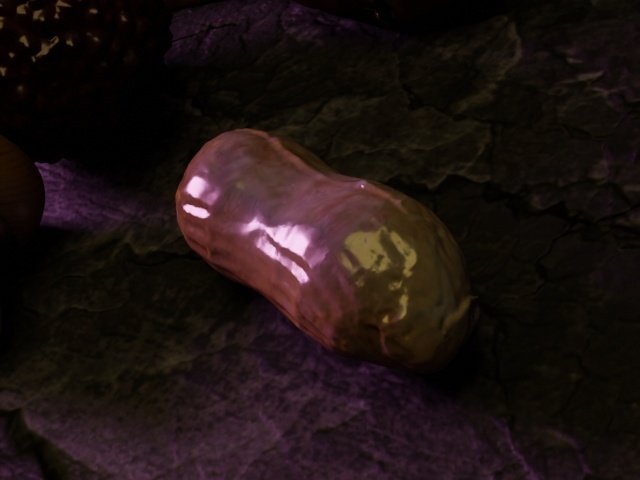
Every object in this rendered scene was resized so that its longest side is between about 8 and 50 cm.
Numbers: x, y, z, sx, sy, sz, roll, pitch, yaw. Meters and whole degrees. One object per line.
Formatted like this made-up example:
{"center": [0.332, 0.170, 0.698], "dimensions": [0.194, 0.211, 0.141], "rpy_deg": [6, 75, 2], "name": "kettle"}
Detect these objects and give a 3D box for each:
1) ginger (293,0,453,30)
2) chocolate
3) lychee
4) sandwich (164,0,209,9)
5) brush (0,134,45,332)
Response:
{"center": [0.029, -0.273, 1.314], "dimensions": [0.309, 0.107, 0.133], "rpy_deg": [19, 74, 42], "name": "ginger"}
{"center": [0.000, 0.000, 1.052], "dimensions": [0.134, 0.134, 0.309], "rpy_deg": [-41, 45, -14], "name": "chocolate"}
{"center": [-0.284, -0.198, 1.280], "dimensions": [0.300, 0.264, 0.264], "rpy_deg": [26, 64, 30], "name": "lychee"}
{"center": [-0.146, -0.309, 1.424], "dimensions": [0.163, 0.113, 0.079], "rpy_deg": [-8, 47, 21], "name": "sandwich"}
{"center": [-0.380, -0.006, 1.228], "dimensions": [0.267, 0.174, 0.166], "rpy_deg": [-2, 58, 35], "name": "brush"}
